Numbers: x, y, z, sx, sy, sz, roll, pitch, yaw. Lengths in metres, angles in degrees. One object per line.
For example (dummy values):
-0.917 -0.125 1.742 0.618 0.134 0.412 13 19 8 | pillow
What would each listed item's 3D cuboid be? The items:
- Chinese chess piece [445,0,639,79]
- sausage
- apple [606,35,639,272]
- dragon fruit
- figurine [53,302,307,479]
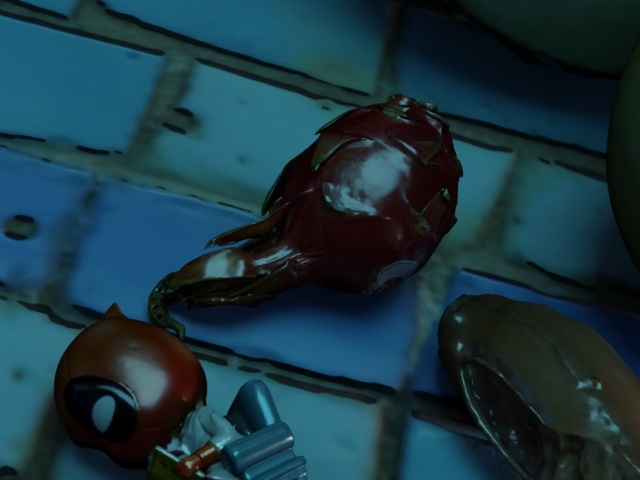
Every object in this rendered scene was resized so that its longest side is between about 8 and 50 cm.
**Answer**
0.173 -0.269 0.957 0.349 0.146 0.349 17 52 -23 | Chinese chess piece
0.144 0.145 0.673 0.087 0.079 0.326 -23 54 -1 | sausage
0.281 -0.054 0.768 0.257 0.257 0.234 25 58 7 | apple
0.000 0.000 0.775 0.190 0.094 0.094 -38 65 -15 | dragon fruit
-0.066 0.084 0.674 0.075 0.068 0.140 -29 63 -32 | figurine
